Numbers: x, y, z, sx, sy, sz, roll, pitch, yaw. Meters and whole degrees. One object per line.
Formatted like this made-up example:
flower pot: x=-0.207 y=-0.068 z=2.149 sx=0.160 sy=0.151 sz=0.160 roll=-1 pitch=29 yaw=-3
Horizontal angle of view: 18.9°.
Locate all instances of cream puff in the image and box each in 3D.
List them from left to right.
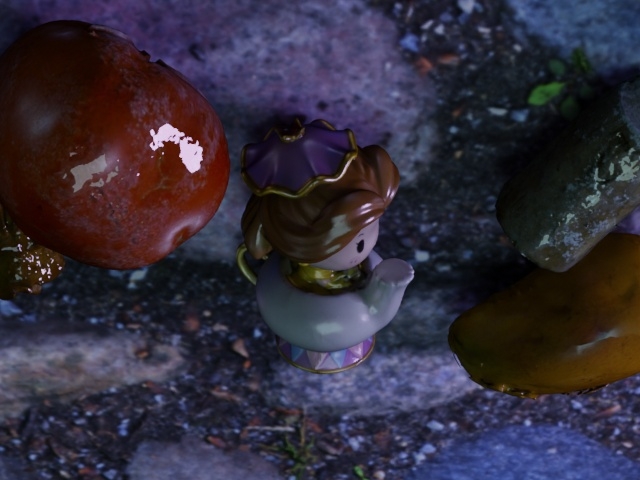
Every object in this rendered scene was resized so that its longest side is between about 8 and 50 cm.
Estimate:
cream puff: x=-0.298 y=0.000 z=1.832 sx=0.116 sy=0.094 sz=0.122 roll=-5 pitch=136 yaw=3

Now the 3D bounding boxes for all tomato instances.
tomato: x=-0.202 y=-0.081 z=1.683 sx=0.232 sy=0.232 sz=0.188 roll=44 pitch=77 yaw=-34

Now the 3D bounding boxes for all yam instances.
yam: x=0.264 y=-0.067 z=1.812 sx=0.107 sy=0.107 sz=0.194 roll=29 pitch=123 yaw=-27

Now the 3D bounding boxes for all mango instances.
mango: x=0.250 y=0.080 z=1.930 sx=0.249 sy=0.151 sz=0.156 roll=-15 pitch=100 yaw=16

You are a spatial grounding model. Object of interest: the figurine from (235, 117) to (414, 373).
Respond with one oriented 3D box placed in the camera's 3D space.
figurine: x=0.000 y=0.000 z=1.829 sx=0.189 sy=0.142 sz=0.263 roll=12 pitch=133 yaw=16
